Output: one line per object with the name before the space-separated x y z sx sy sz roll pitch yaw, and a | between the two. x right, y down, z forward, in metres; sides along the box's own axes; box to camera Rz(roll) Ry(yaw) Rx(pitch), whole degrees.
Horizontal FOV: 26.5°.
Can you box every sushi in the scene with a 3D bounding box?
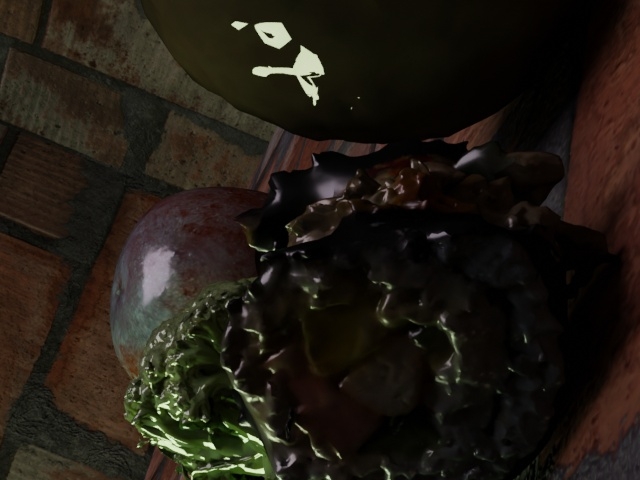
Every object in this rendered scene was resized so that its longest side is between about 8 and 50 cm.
sushi | 0.053 0.045 0.882 0.218 0.238 0.225 -97 18 -62

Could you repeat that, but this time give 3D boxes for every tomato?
tomato | -0.128 0.081 1.773 0.317 0.283 0.316 -174 90 -67

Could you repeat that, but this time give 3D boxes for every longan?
longan | 0.022 -0.290 1.163 0.404 0.436 0.404 -44 -15 -15

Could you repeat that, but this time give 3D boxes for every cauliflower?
cauliflower | -0.031 0.152 1.188 0.275 0.272 0.250 98 157 -60

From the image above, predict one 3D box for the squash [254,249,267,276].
squash | 0.004 0.004 1.533 0.193 0.156 0.193 -31 50 46
